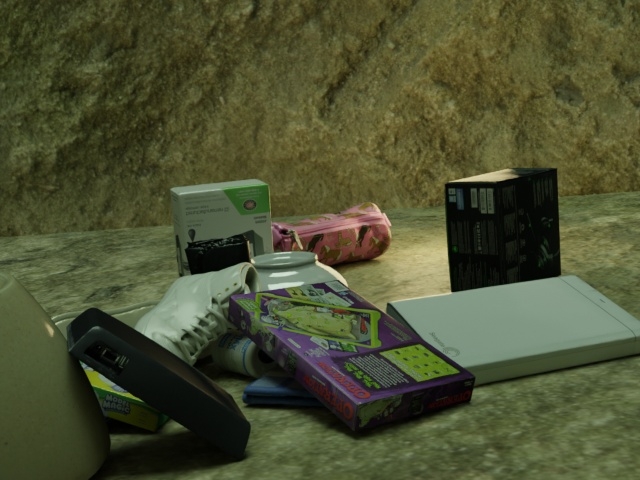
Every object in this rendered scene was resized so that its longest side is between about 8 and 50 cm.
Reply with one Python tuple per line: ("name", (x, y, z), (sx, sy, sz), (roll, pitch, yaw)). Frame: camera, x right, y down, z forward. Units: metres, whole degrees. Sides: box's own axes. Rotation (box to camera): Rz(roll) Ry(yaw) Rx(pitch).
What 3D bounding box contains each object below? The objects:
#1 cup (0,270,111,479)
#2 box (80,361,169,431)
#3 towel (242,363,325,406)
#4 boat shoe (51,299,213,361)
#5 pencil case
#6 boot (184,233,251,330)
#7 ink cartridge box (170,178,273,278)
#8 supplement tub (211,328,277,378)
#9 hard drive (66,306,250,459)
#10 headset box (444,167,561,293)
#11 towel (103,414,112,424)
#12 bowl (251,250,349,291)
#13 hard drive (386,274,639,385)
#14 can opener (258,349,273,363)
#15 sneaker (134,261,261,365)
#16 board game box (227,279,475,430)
("cup", (-0.438, 0.170, 1.171), (0.331, 0.236, 0.331), (-4, 15, 1))
("box", (-0.299, 0.215, 1.382), (0.179, 0.043, 0.105), (14, 10, 8))
("towel", (0.025, 0.203, 1.494), (0.209, 0.034, 0.285), (-2, 10, 22))
("boat shoe", (-0.325, 0.175, 1.631), (0.325, 0.116, 0.097), (-2, -28, -36))
("pencil case", (0.000, 0.000, 2.451), (0.386, 0.160, 0.167), (-11, 19, -39))
("boot", (-0.134, 0.096, 1.717), (0.247, 0.207, 0.094), (1, 10, 32))
("ink cartridge box", (-0.208, 0.015, 2.082), (0.199, 0.272, 0.115), (-8, 11, -17))
("supplement tub", (-0.121, 0.185, 1.573), (0.071, 0.071, 0.107), (-12, 11, -41))
("hard drive", (-0.206, 0.177, 1.235), (0.255, 0.054, 0.172), (36, -4, -16))
("headset box", (0.404, -0.024, 2.073), (0.131, 0.246, 0.283), (3, 12, 41))
("towel", (-0.447, 0.254, 1.449), (0.336, 0.040, 0.243), (-1, 8, 15))
("bowl", (-0.070, 0.099, 1.915), (0.298, 0.134, 0.298), (-4, 8, 1))
("hard drive", (0.312, 0.138, 1.544), (0.353, 0.047, 0.233), (-8, 24, -18))
("can opener", (-0.033, 0.157, 1.546), (0.059, 0.073, 0.186), (-50, -14, 31))
("sneaker", (-0.187, 0.130, 1.533), (0.169, 0.108, 0.292), (-17, 28, 23))
("board game box", (0.036, 0.155, 1.412), (0.208, 0.056, 0.347), (-2, 22, -34))
